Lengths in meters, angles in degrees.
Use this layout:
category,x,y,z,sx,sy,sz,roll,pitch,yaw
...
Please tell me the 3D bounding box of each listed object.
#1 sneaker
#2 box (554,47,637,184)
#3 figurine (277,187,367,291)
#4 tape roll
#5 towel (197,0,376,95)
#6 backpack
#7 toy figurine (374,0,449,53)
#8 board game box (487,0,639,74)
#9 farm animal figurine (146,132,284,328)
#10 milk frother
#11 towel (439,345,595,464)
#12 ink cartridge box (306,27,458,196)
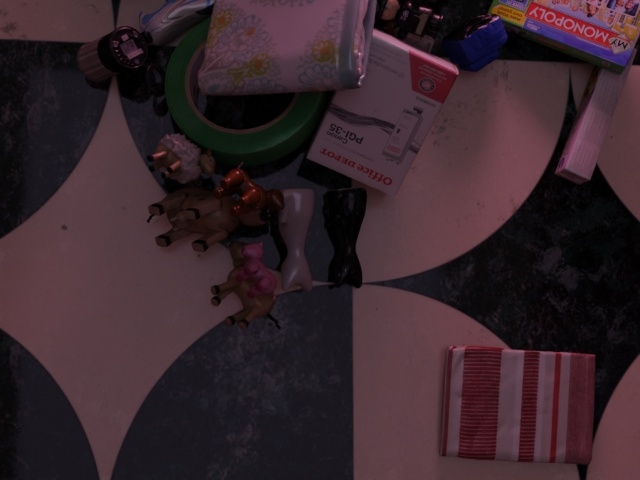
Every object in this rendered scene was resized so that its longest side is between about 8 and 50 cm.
category,x,y,z,sx,sy,sz,roll,pitch,yaw
sneaker,-0.266,-0.488,1.671,0.237,0.085,0.086,-29,82,-12
box,0.607,-0.284,1.774,0.067,0.063,0.324,22,82,-3
figurine,0.000,0.000,1.627,0.215,0.092,0.209,-3,91,-36
tape roll,-0.150,-0.312,1.629,0.321,0.077,0.321,-1,75,5
towel,-0.052,-0.447,1.540,0.321,0.090,0.374,0,68,24
backpack,0.341,-0.430,1.739,0.120,0.098,0.101,-37,119,-9
toy figurine,0.193,-0.503,1.666,0.148,0.209,0.213,20,86,2
board game box,0.552,-0.520,1.763,0.317,0.046,0.213,24,81,9
farm animal figurine,-0.182,-0.025,1.576,0.327,0.172,0.330,24,125,25
milk frother,-0.394,-0.347,1.620,0.129,0.135,0.143,-20,100,-43
towel,0.419,0.349,1.706,0.329,0.037,0.237,4,86,-5
ink cartridge box,0.121,-0.259,1.619,0.207,0.117,0.283,24,112,-5
